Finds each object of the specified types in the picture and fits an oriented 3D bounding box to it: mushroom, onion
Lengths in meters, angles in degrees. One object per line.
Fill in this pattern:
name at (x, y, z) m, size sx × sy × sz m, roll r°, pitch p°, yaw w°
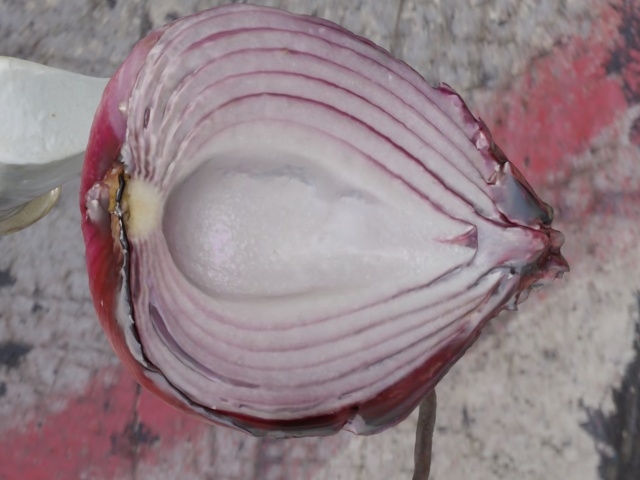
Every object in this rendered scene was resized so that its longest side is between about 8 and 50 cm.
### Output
mushroom at (-0.320, -0.086, 1.636) m, size 0.177 × 0.397 × 0.126 m, roll 0°, pitch 79°, yaw -25°
onion at (0.000, 0.000, 0.869) m, size 0.283 × 0.120 × 0.227 m, roll 9°, pitch 79°, yaw -24°

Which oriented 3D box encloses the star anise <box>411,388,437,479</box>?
star anise at (0.032, 0.083, 0.971) m, size 0.148 × 0.227 × 0.218 m, roll 37°, pitch 82°, yaw -18°
